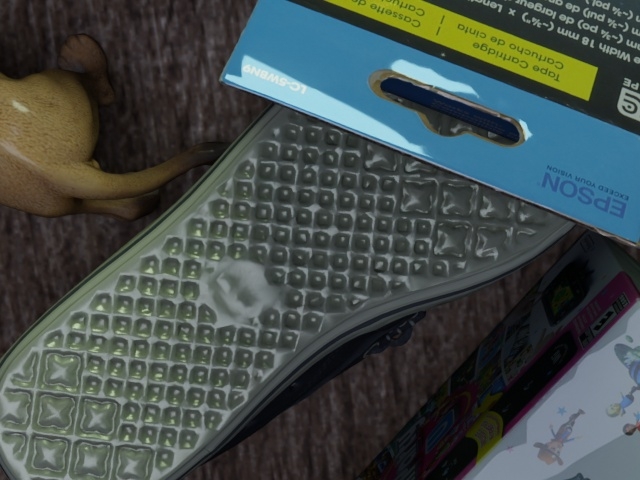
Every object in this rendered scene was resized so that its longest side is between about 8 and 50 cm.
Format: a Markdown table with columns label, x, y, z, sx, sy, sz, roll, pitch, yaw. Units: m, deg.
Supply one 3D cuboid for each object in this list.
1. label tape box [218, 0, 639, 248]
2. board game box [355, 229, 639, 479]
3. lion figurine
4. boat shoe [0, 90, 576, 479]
| label | x | y | z | sx | sy | sz | roll | pitch | yaw |
| --- | --- | --- | --- | --- | --- | --- | --- | --- | --- |
| label tape box | 0.098 | -0.145 | 0.910 | 0.241 | 0.106 | 0.333 | 22 | 58 | 1 |
| board game box | 0.120 | 0.149 | 1.002 | 0.097 | 0.224 | 0.303 | 40 | 101 | -4 |
| lion figurine | -0.254 | -0.093 | 0.980 | 0.392 | 0.240 | 0.142 | 14 | 102 | 2 |
| boat shoe | 0.000 | 0.000 | 1.025 | 0.500 | 0.156 | 0.187 | -37 | 91 | -5 |
